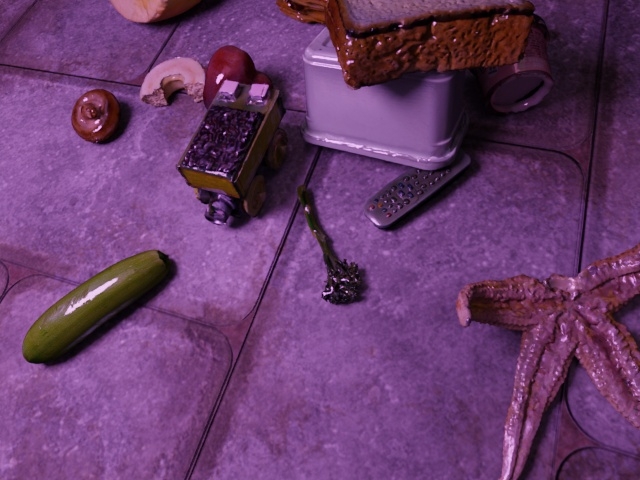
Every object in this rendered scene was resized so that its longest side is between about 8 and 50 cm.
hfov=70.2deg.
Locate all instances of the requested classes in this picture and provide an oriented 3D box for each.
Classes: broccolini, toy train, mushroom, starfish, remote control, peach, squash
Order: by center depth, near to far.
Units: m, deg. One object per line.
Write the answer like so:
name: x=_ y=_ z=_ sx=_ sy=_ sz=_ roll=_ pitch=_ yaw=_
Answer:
starfish: x=0.376 y=0.130 z=0.648 sx=0.399 sy=0.132 sz=0.383 roll=-3 pitch=69 yaw=-7
squash: x=-0.399 y=0.110 z=0.807 sx=0.293 sy=0.082 sz=0.082 roll=-38 pitch=64 yaw=-10
broccolini: x=0.004 y=-0.004 z=0.817 sx=0.072 sy=0.057 sz=0.254 roll=0 pitch=57 yaw=-40
remote control: x=0.180 y=-0.098 z=0.840 sx=0.222 sy=0.042 sz=0.072 roll=-34 pitch=61 yaw=-7
toy train: x=-0.156 y=-0.163 z=0.852 sx=0.134 sy=0.177 sz=0.260 roll=14 pitch=67 yaw=15
peach: x=-0.180 y=-0.314 z=0.959 sx=0.152 sy=0.152 sz=0.151 roll=-4 pitch=63 yaw=7
mushroom: x=-0.501 y=-0.279 z=1.021 sx=0.109 sy=0.085 sz=0.126 roll=9 pitch=78 yaw=45

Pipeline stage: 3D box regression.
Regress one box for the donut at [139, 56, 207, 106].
donut: x=-0.326 y=-0.360 z=1.043 sx=0.166 sy=0.065 sz=0.108 roll=-9 pitch=62 yaw=6

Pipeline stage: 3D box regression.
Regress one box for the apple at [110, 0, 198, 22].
apple: x=-0.401 y=-0.698 z=1.131 sx=0.309 sy=0.252 sz=0.313 roll=-6 pitch=60 yaw=47

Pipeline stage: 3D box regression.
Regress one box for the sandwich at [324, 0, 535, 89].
sandwich: x=0.147 y=-0.355 z=0.719 sx=0.274 sy=0.095 sz=0.248 roll=-9 pitch=50 yaw=-1

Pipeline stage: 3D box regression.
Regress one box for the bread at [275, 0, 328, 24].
bread: x=0.043 y=-0.634 z=1.058 sx=0.314 sy=0.191 sz=0.370 roll=31 pitch=60 yaw=28

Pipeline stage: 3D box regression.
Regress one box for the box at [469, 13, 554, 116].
box: x=0.367 y=-0.328 z=0.873 sx=0.151 sy=0.151 sz=0.134 roll=-7 pitch=72 yaw=6

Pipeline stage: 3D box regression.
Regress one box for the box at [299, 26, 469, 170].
box: x=0.115 y=-0.275 z=0.837 sx=0.312 sy=0.182 sz=0.175 roll=17 pitch=55 yaw=20
